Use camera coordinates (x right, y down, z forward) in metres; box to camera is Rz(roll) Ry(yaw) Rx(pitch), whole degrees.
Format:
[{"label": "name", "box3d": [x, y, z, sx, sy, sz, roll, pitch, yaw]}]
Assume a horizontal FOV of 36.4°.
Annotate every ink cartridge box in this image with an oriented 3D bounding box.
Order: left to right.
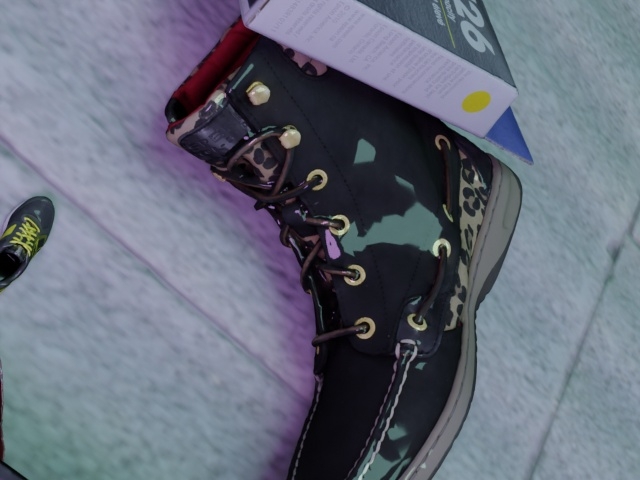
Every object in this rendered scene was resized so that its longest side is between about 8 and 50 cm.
[{"label": "ink cartridge box", "box3d": [0.052, -0.235, 0.767, 0.307, 0.072, 0.303, 16, 47, -38]}]

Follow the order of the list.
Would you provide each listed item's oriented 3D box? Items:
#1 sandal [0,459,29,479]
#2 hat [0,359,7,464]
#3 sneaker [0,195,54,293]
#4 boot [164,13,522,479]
[{"label": "sandal", "box3d": [-0.071, 0.231, 0.446, 0.446, 0.107, 0.167, 28, 76, -7]}, {"label": "hat", "box3d": [-0.203, 0.213, 0.594, 0.208, 0.183, 0.173, -41, 150, -9]}, {"label": "sneaker", "box3d": [-0.197, 0.005, 0.638, 0.031, 0.035, 0.083, 40, 60, -26]}, {"label": "boot", "box3d": [0.000, 0.000, 0.723, 0.284, 0.138, 0.377, 44, 54, -24]}]
